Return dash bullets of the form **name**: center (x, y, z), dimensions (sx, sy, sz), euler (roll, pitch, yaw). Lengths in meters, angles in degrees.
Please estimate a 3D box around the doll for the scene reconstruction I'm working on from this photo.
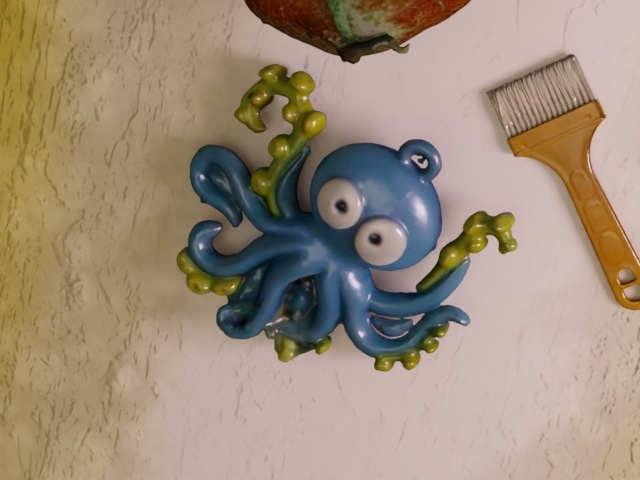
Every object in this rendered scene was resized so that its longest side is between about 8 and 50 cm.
- **doll**: center (0.000, 0.000, 1.495), dimensions (0.346, 0.099, 0.341), euler (47, 115, 3)

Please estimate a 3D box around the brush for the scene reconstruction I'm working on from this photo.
- **brush**: center (0.270, -0.049, 1.426), dimensions (0.103, 0.013, 0.272), euler (-23, 100, 26)

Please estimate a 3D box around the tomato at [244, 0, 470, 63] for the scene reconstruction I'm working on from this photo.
- **tomato**: center (0.042, -0.329, 1.289), dimensions (0.303, 0.239, 0.304), euler (11, 124, 16)
